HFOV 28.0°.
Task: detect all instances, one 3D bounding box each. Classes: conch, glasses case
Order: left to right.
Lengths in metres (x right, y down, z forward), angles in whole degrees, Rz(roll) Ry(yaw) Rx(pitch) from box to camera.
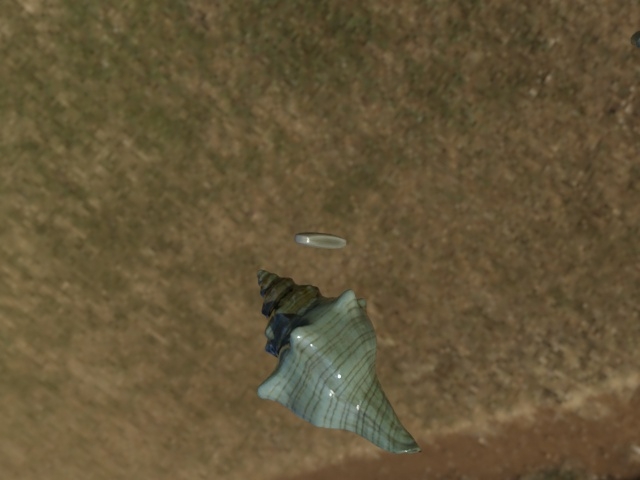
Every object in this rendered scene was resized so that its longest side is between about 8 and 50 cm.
[{"bbox_3d":[-0.002,0.107,1.266,0.234,0.137,0.114,-120,27,-48],"label":"conch"},{"bbox_3d":[0.000,0.000,1.774,0.083,0.021,0.032,5,-176,-43],"label":"glasses case"}]

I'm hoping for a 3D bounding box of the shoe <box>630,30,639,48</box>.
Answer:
[{"bbox_3d":[0.362,-0.101,1.092,0.275,0.098,0.103,54,-167,-21],"label":"shoe"}]
